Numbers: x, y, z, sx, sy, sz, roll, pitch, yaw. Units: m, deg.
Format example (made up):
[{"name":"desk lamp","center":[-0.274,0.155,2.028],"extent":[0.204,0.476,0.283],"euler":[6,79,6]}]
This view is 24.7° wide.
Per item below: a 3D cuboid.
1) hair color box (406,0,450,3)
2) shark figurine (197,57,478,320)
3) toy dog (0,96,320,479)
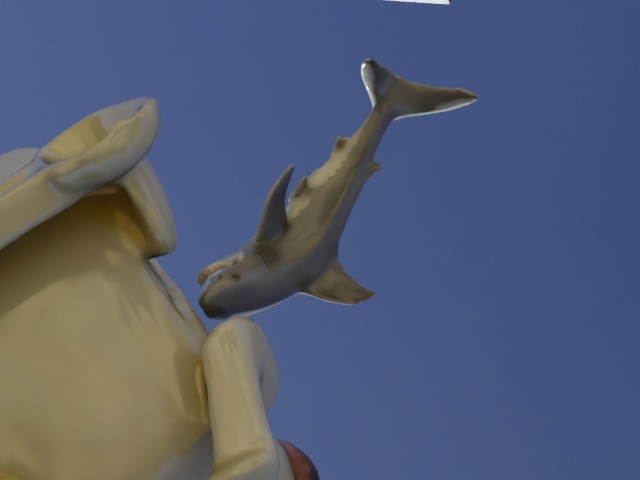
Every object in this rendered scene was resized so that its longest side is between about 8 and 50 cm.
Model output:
[{"name":"hair color box","center":[0.037,-0.267,1.339],"extent":[0.167,0.093,0.053],"euler":[7,-114,16]},{"name":"shark figurine","center":[0.014,-0.011,1.202],"extent":[0.116,0.166,0.278],"euler":[38,-108,10]},{"name":"toy dog","center":[-0.173,0.143,1.113],"extent":[0.284,0.408,0.395],"euler":[-36,-165,-19]}]
